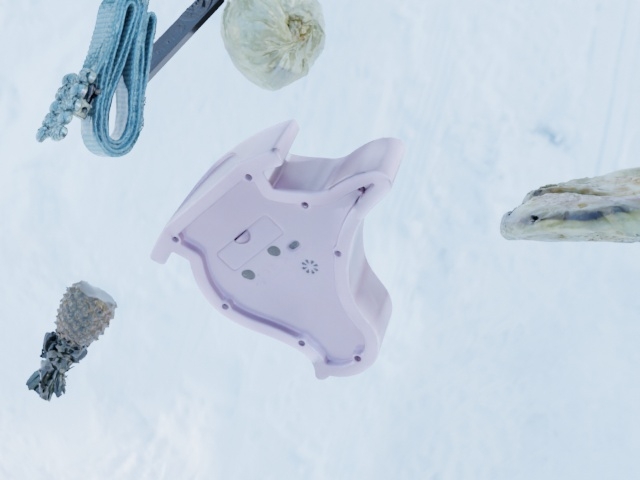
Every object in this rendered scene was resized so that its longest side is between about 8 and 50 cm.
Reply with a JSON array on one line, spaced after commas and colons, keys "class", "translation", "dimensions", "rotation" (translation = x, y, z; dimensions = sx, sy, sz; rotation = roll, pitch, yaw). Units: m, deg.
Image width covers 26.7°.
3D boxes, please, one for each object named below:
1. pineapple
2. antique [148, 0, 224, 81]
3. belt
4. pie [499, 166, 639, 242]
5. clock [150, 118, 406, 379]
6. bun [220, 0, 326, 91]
[{"class": "pineapple", "translation": [-0.320, 0.132, 1.710], "dimensions": [0.074, 0.074, 0.159], "rotation": [32, 101, 4]}, {"class": "antique", "translation": [-0.203, -0.260, 1.791], "dimensions": [0.031, 0.015, 0.192], "rotation": [41, 86, 26]}, {"class": "belt", "translation": [-0.222, -0.177, 1.379], "dimensions": [0.100, 0.065, 0.179], "rotation": [14, 82, -34]}, {"class": "pie", "translation": [0.412, -0.044, 1.917], "dimensions": [0.339, 0.339, 0.077], "rotation": [-11, 99, -10]}, {"class": "clock", "translation": [0.000, 0.000, 1.462], "dimensions": [0.275, 0.290, 0.080], "rotation": [40, 39, -11]}, {"class": "bun", "translation": [-0.057, -0.286, 1.836], "dimensions": [0.111, 0.188, 0.164], "rotation": [13, 83, 26]}]
